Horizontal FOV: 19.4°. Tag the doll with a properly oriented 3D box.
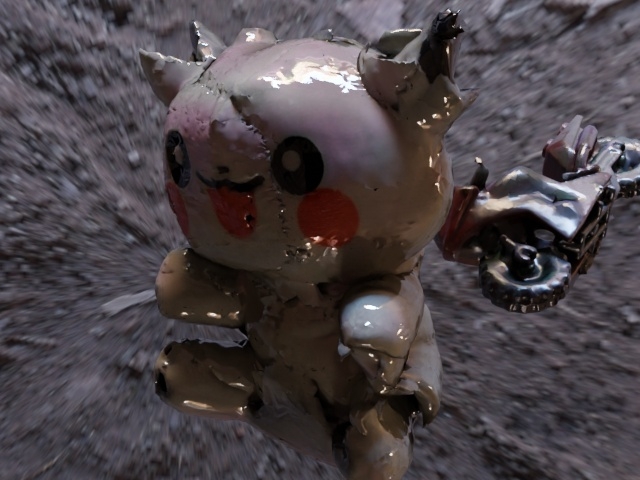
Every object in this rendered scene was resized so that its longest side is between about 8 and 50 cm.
[{"bbox_3d":[0.000,0.000,0.718,0.095,0.149,0.192,-24,117,-42],"label":"doll"}]

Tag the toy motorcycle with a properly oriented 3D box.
[{"bbox_3d":[0.161,-0.024,1.390,0.122,0.082,0.213,28,47,20],"label":"toy motorcycle"}]
